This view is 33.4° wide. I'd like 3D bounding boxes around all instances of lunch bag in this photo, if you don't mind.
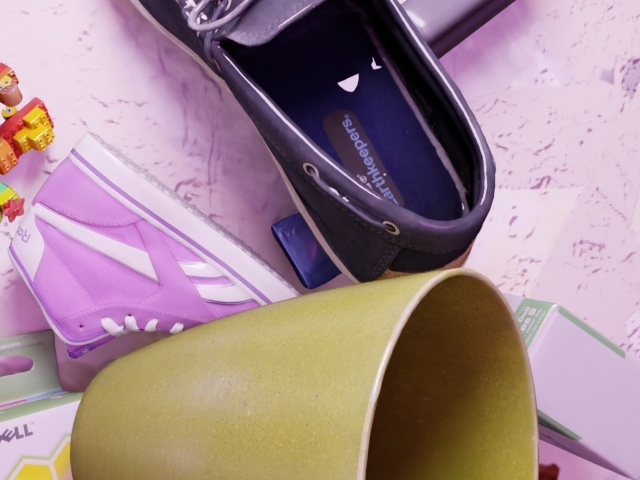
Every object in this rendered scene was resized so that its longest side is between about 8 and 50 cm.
[{"bbox_3d":[0.000,0.000,0.935,0.065,0.098,0.067,-30,93,-4],"label":"lunch bag"}]

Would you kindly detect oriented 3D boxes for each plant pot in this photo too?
[{"bbox_3d":[-0.028,0.159,0.776,0.275,0.294,0.274,4,86,-58],"label":"plant pot"}]

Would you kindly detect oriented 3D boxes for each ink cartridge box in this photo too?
[{"bbox_3d":[-0.231,0.183,0.858,0.109,0.062,0.209,-10,94,-44],"label":"ink cartridge box"},{"bbox_3d":[0.187,0.117,0.950,0.154,0.212,0.093,33,80,-18],"label":"ink cartridge box"}]

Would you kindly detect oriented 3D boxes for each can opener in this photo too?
[{"bbox_3d":[0.158,-0.269,0.980,0.283,0.076,0.095,-39,73,-18],"label":"can opener"}]

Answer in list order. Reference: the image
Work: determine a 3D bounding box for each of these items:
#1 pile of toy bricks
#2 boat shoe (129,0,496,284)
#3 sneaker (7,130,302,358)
[{"bbox_3d":[-0.267,-0.036,0.796,0.212,0.105,0.118,-48,152,-24],"label":"pile of toy bricks"},{"bbox_3d":[-0.026,-0.182,0.837,0.187,0.156,0.500,-32,86,-20],"label":"boat shoe"},{"bbox_3d":[-0.129,0.053,0.901,0.282,0.102,0.161,36,90,-12],"label":"sneaker"}]
